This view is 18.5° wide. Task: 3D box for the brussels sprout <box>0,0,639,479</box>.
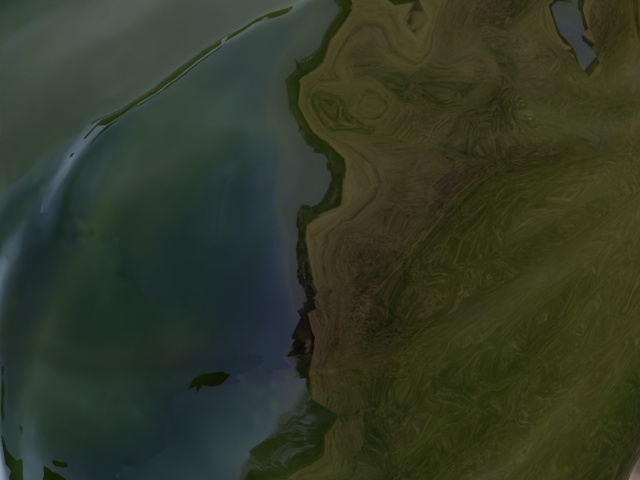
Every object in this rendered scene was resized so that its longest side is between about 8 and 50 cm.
[{"bbox_3d":[0.001,-0.003,0.709,0.371,0.315,0.276,-61,33,17],"label":"brussels sprout"}]
